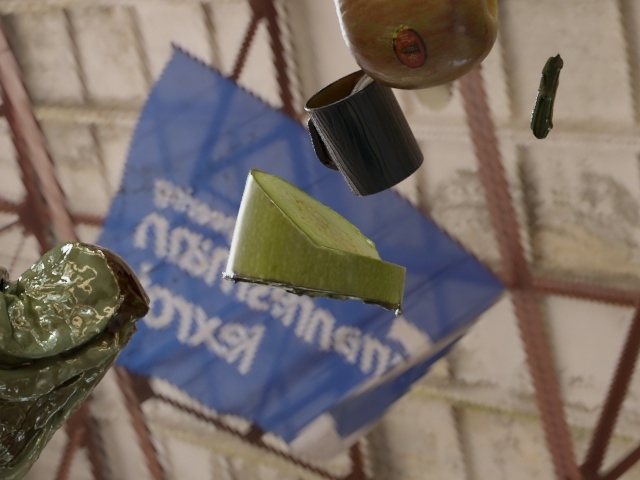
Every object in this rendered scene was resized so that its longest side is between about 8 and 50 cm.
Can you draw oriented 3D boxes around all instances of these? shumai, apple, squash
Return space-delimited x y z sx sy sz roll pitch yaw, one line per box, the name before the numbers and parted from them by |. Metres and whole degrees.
shumai | -0.324 0.135 1.899 0.309 0.263 0.304 -126 -161 -79
apple | 0.118 -0.290 1.919 0.188 0.211 0.211 -16 -74 16
squash | 0.006 0.012 1.784 0.220 0.220 0.133 18 -90 43

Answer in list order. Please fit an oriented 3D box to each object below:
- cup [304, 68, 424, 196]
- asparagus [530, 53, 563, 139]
cup | 0.055 -0.144 2.067 0.138 0.113 0.150 62 -10 -18
asparagus | 0.258 -0.166 1.771 0.021 0.025 0.108 -120 -148 -51
